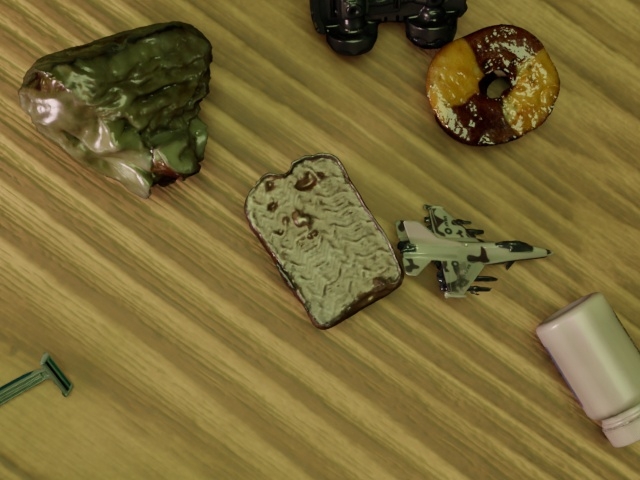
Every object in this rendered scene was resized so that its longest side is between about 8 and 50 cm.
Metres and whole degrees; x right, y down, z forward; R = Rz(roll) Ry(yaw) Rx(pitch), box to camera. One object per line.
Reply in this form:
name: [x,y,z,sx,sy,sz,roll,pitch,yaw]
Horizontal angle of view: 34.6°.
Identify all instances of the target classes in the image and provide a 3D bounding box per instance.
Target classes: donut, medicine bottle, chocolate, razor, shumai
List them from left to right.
razor: [-0.418,0.210,1.316,0.191,0.037,0.068,-29,126,-4]
shumai: [-0.248,-0.165,1.335,0.256,0.189,0.218,-27,103,-23]
chocolate: [0.000,0.000,1.351,0.148,0.093,0.214,-30,86,-10]
donut: [0.231,-0.206,1.410,0.184,0.073,0.166,-38,85,-10]
medicine bottle: [0.373,0.170,1.350,0.103,0.103,0.186,-31,85,-8]

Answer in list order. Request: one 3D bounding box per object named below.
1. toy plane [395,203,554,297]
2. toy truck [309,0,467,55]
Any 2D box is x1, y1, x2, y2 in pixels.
toy plane: [0.197,0.019,1.374,0.234,0.082,0.160,11,47,-23]
toy truck: [0.091,-0.358,1.396,0.224,0.147,0.165,-9,48,-3]
